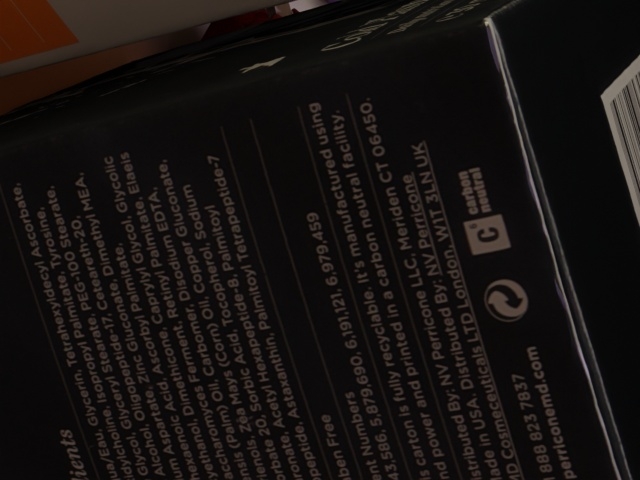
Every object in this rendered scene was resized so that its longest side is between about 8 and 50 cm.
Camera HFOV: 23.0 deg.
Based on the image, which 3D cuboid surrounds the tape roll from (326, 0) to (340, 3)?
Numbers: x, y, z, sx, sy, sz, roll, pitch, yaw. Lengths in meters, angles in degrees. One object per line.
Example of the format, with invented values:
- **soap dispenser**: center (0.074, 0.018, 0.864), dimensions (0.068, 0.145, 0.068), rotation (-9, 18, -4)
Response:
- **tape roll**: center (0.094, -0.360, 1.645), dimensions (0.275, 0.090, 0.274), rotation (-9, 103, -43)

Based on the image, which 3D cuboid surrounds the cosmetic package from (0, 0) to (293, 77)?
- **cosmetic package**: center (-0.119, -0.268, 1.034), dimensions (0.230, 0.453, 0.161), rotation (55, 42, -32)

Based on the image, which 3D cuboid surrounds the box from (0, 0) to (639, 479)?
- **box**: center (0.000, 0.000, 1.080), dimensions (0.480, 0.472, 0.297), rotation (-39, 113, -63)

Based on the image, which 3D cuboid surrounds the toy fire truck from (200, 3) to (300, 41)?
- **toy fire truck**: center (-0.041, -0.196, 1.454), dimensions (0.246, 0.158, 0.217), rotation (43, 25, 23)
